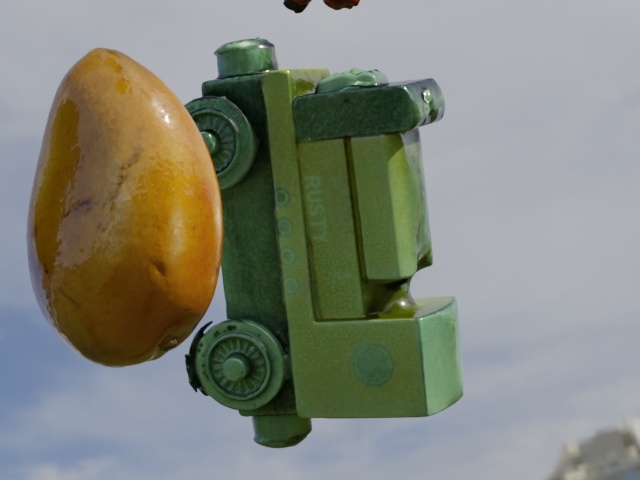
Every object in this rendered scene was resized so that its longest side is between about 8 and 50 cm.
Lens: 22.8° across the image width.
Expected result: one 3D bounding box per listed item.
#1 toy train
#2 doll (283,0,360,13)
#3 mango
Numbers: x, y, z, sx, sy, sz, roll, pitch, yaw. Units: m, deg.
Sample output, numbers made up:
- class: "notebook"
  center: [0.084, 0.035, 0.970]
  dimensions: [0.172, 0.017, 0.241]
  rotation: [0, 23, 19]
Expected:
- class: "toy train"
  center: [0.000, 0.000, 1.510]
  dimensions: [0.253, 0.397, 0.160]
  rotation: [-4, 5, 22]
- class: "doll"
  center: [0.018, -0.158, 0.771]
  dimensions: [0.109, 0.057, 0.169]
  rotation: [43, -39, -15]
- class: "mango"
  center: [-0.138, -0.023, 1.086]
  dimensions: [0.144, 0.219, 0.112]
  rotation: [-3, 4, 29]
